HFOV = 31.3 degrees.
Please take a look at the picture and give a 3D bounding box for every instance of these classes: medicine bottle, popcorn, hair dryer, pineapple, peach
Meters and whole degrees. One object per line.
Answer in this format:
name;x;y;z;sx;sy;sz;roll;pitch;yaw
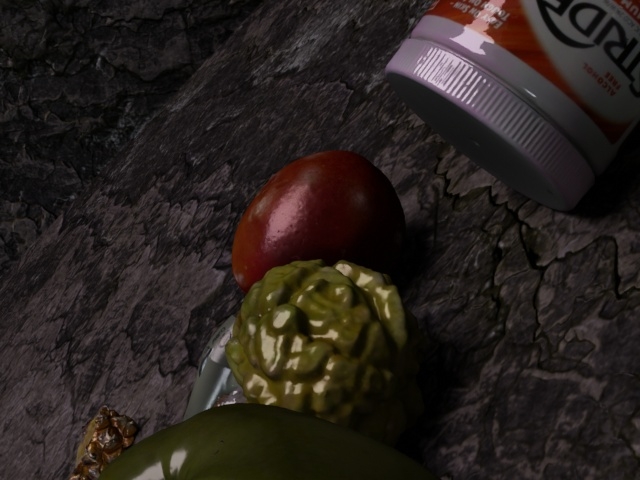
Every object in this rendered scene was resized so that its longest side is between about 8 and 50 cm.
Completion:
medicine bottle;0.235;-0.197;1.208;0.241;0.252;0.252;-53;22;0
popcorn;0.009;0.135;1.223;0.212;0.259;0.259;-22;25;-1
hair dryer;-0.122;0.230;1.533;0.219;0.088;0.225;-53;36;17
pineapple;-0.356;0.327;1.819;0.137;0.069;0.116;-57;23;-7
peach;0.000;0.000;1.446;0.243;0.199;0.243;-52;6;8

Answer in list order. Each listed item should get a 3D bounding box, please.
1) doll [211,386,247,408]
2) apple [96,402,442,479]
doll;-0.079;0.265;1.319;0.221;0.105;0.115;-97;15;-52
apple;-0.029;0.303;0.886;0.357;0.357;0.357;-42;24;24
